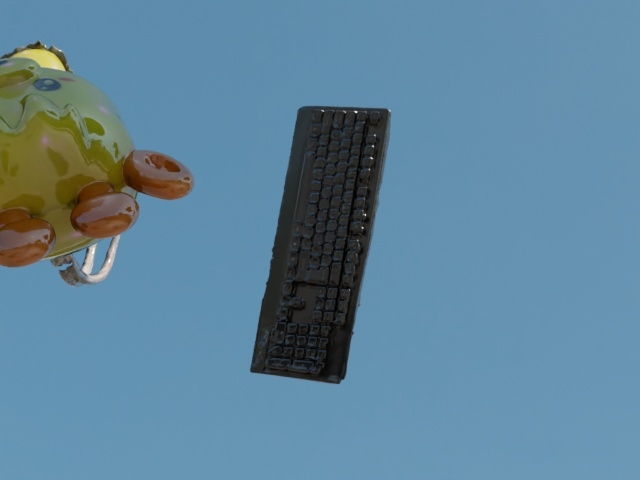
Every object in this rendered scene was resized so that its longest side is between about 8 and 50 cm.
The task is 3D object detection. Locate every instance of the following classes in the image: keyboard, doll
[{"bbox_3d":[-0.001,-0.001,1.312,0.074,0.196,0.015,6,-14,20],"label":"keyboard"},{"bbox_3d":[-0.154,-0.032,1.016,0.143,0.221,0.135,-17,-68,-13],"label":"doll"}]
